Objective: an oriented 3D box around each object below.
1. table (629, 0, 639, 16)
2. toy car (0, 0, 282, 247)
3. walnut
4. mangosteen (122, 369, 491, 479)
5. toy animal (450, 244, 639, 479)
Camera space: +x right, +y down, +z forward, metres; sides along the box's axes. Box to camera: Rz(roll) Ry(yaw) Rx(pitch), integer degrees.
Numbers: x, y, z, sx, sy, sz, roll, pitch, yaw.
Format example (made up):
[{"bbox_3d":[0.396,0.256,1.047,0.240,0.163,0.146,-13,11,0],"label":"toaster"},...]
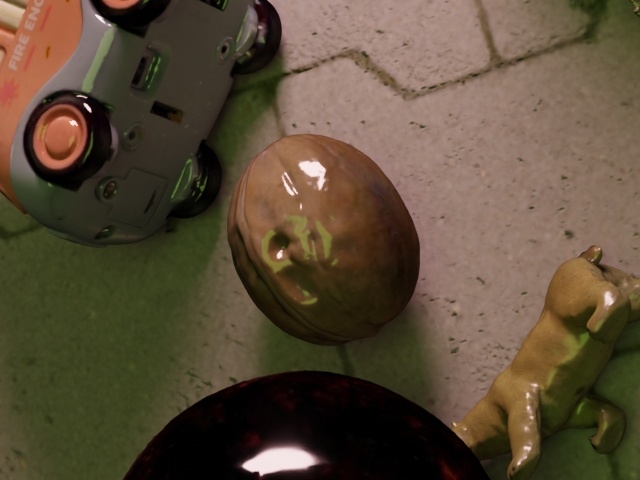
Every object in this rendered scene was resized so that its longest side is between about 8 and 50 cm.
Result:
[{"bbox_3d":[0.250,-0.211,1.348,0.079,0.062,0.083,-26,78,16],"label":"table"},{"bbox_3d":[-0.181,-0.142,1.442,0.212,0.180,0.270,23,93,30],"label":"toy car"},{"bbox_3d":[0.001,0.000,1.383,0.140,0.140,0.162,-36,90,13],"label":"walnut"},{"bbox_3d":[-0.021,0.245,1.287,0.297,0.297,0.313,61,141,13],"label":"mangosteen"},{"bbox_3d":[0.169,0.097,1.347,0.101,0.103,0.218,36,101,41],"label":"toy animal"}]
